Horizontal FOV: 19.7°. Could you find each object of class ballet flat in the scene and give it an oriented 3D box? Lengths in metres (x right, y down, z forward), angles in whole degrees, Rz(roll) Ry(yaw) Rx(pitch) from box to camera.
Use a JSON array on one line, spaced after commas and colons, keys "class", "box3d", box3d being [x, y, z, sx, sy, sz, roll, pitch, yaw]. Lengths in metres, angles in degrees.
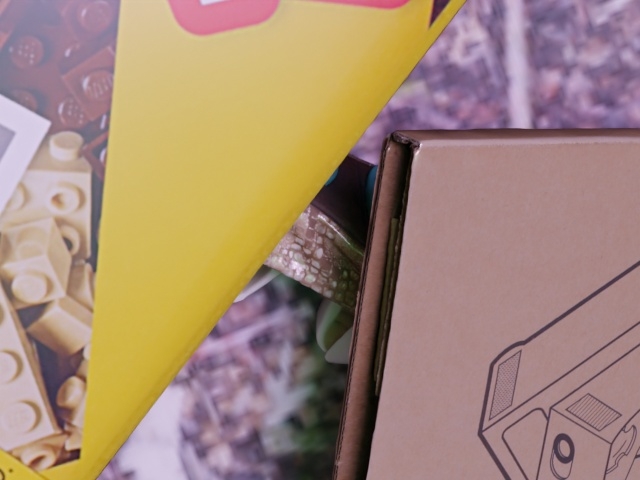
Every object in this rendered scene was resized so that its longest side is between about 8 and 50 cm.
[{"class": "ballet flat", "box3d": [0.000, 0.000, 0.620, 0.206, 0.073, 0.067, 30, 118, -9]}]

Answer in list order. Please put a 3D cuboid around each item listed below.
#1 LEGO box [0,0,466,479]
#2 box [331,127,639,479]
[{"class": "LEGO box", "box3d": [-0.195, -0.084, 0.432, 0.372, 0.193, 0.500, 37, 90, -15]}, {"class": "box", "box3d": [0.096, 0.044, 0.600, 0.201, 0.021, 0.164, -3, 109, -32]}]
